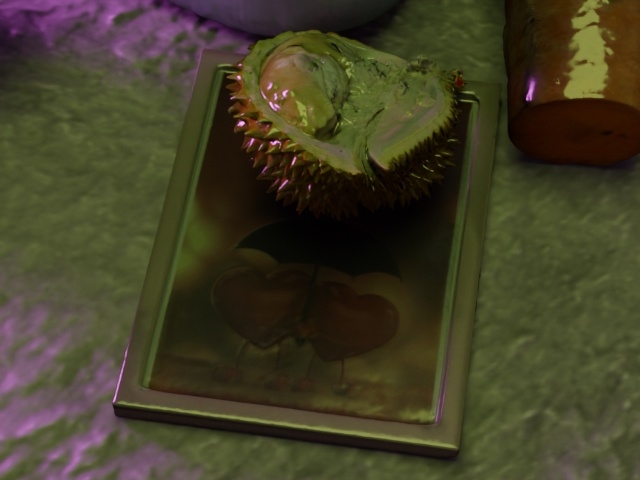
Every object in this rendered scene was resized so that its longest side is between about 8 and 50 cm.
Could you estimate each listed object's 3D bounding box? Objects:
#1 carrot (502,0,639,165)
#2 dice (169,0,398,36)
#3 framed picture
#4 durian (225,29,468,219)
[{"bbox_3d":[0.186,-0.196,1.245,0.139,0.138,0.302,1,62,1],"label":"carrot"},{"bbox_3d":[-0.029,-0.321,1.248,0.265,0.262,0.268,23,57,16],"label":"dice"},{"bbox_3d":[0.000,0.000,1.170,0.211,0.020,0.289,7,55,5],"label":"framed picture"},{"bbox_3d":[0.021,-0.078,1.163,0.146,0.102,0.208,41,41,22],"label":"durian"}]
